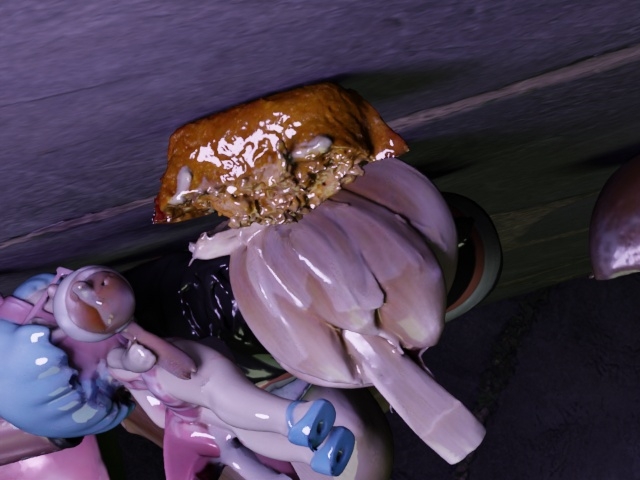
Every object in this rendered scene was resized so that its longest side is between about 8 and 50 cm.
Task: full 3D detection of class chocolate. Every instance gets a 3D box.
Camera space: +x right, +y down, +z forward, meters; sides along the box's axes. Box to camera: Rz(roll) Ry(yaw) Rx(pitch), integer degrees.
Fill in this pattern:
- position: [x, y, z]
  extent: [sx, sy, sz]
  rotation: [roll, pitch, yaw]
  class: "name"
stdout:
- position: [0.321, -0.051, 1.391]
  extent: [0.261, 0.083, 0.161]
  rotation: [-16, -169, 21]
  class: "chocolate"

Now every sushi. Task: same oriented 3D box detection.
- position: [-0.019, -0.033, 0.808]
  extent: [0.118, 0.060, 0.061]
  rotation: [-19, 168, 28]
  class: "sushi"

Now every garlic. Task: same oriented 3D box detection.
- position: [-0.022, 0.099, 1.498]
  extent: [0.231, 0.246, 0.340]
  rotation: [-49, -174, -23]
  class: "garlic"
- position: [0.032, 0.035, 1.033]
  extent: [0.131, 0.194, 0.127]
  rotation: [-46, 175, 24]
  class: "garlic"

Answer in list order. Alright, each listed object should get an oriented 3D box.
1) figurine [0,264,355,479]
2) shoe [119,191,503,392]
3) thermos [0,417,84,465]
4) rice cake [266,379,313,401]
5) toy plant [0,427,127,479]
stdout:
- position: [-0.109, 0.083, 1.073]
  extent: [0.260, 0.102, 0.205]
  rotation: [17, 170, 30]
  class: "figurine"
- position: [-0.024, 0.040, 1.214]
  extent: [0.291, 0.114, 0.137]
  rotation: [-17, 175, 9]
  class: "shoe"
- position: [-0.360, 0.148, 1.423]
  extent: [0.330, 0.109, 0.136]
  rotation: [-15, 174, 8]
  class: "thermos"
- position: [0.017, 0.053, 1.336]
  extent: [0.207, 0.033, 0.033]
  rotation: [-52, -177, -29]
  class: "rice cake"
- position: [-0.367, 0.213, 1.698]
  extent: [0.356, 0.210, 0.317]
  rotation: [-11, 141, 4]
  class: "toy plant"
